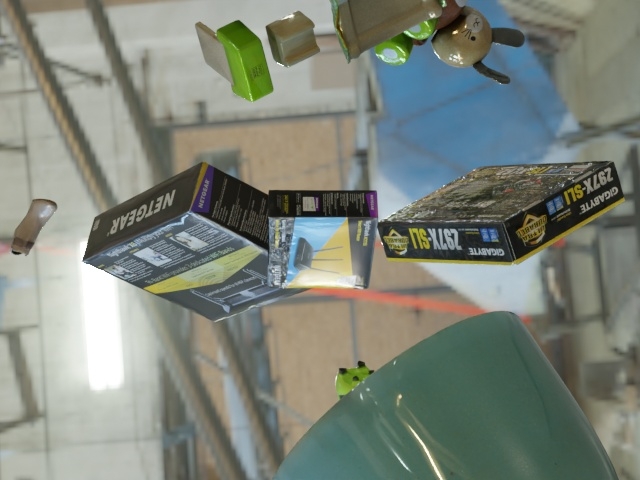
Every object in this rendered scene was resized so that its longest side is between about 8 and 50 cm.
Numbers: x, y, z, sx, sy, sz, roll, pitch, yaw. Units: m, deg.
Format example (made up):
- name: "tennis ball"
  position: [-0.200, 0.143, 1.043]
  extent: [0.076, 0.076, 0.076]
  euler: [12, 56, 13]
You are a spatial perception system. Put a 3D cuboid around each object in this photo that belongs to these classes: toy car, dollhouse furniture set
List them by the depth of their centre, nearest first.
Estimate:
- name: "dollhouse furniture set"
  position: [-0.016, -0.333, 1.773]
  extent: [0.151, 0.302, 0.197]
  euler: [40, 152, 48]
- name: "toy car"
  position: [0.196, -0.294, 1.944]
  extent: [0.149, 0.188, 0.155]
  euler: [-43, 19, 58]

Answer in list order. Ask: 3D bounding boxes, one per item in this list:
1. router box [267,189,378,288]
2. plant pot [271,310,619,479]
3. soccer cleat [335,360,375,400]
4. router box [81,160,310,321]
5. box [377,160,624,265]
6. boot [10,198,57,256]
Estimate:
- name: "router box"
  position: [0.000, 0.000, 1.762]
  extent: [0.179, 0.133, 0.046]
  euler: [93, 176, -60]
- name: "plant pot"
  position: [0.137, 0.247, 1.261]
  extent: [0.235, 0.293, 0.293]
  euler: [52, 169, 23]
- name: "soccer cleat"
  position: [0.071, 0.195, 1.547]
  extent: [0.179, 0.060, 0.072]
  euler: [-143, 42, -58]
- name: "router box"
  position: [-0.157, 0.011, 2.000]
  extent: [0.309, 0.243, 0.081]
  euler: [-20, 50, 50]
- name: "box"
  position: [0.284, -0.046, 2.276]
  extent: [0.322, 0.257, 0.079]
  euler: [1, 113, 55]
- name: "boot"
  position: [-0.460, -0.018, 2.255]
  extent: [0.118, 0.042, 0.087]
  euler: [-20, 47, 64]
